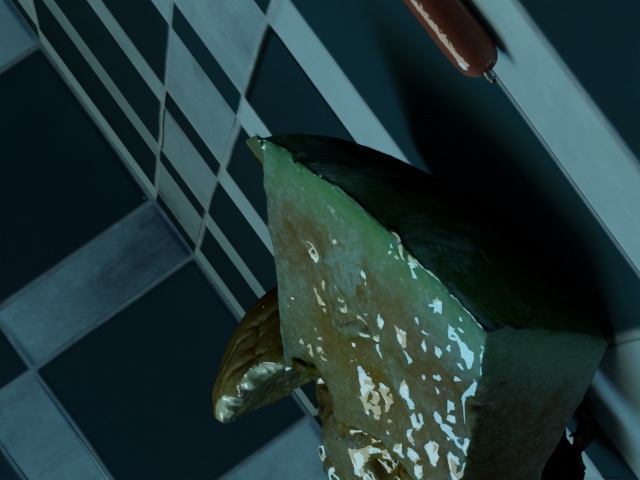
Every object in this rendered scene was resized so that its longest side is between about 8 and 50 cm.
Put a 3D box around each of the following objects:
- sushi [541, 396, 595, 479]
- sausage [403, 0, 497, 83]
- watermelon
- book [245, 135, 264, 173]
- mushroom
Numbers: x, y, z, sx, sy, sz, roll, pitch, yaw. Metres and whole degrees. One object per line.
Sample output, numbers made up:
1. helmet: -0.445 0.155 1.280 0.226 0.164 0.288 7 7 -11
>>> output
1. sushi: 0.142 0.162 1.563 0.172 0.153 0.150 112 145 -58
2. sausage: 0.037 -0.183 1.167 0.223 0.029 0.029 53 172 6
3. watermelon: 0.075 0.058 1.424 0.264 0.151 0.302 42 143 38
4. book: 0.000 0.000 2.154 0.228 0.024 0.160 59 173 -35
5. mushroom: 0.033 0.144 1.825 0.302 0.233 0.208 48 179 45
